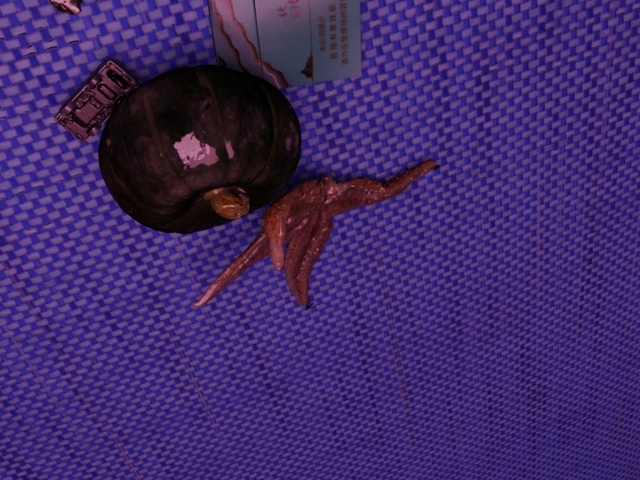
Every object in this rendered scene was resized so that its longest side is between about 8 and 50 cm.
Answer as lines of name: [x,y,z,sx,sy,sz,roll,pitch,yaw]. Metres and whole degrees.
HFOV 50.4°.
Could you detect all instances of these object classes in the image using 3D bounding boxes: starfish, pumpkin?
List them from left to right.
pumpkin: [-0.174,-0.121,1.002,0.300,0.207,0.300,-18,168,-4]
starfish: [-0.009,-0.008,1.197,0.398,0.132,0.384,-14,143,-58]

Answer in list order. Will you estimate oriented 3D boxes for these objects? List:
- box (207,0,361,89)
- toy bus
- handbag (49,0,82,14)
box: [-0.050,-0.315,1.045,0.229,0.041,0.162,-11,127,-11]
toy bus: [-0.326,-0.212,1.000,0.123,0.075,0.060,-42,121,11]
handbag: [-0.338,-0.371,0.734,0.109,0.315,0.241,-26,127,2]
